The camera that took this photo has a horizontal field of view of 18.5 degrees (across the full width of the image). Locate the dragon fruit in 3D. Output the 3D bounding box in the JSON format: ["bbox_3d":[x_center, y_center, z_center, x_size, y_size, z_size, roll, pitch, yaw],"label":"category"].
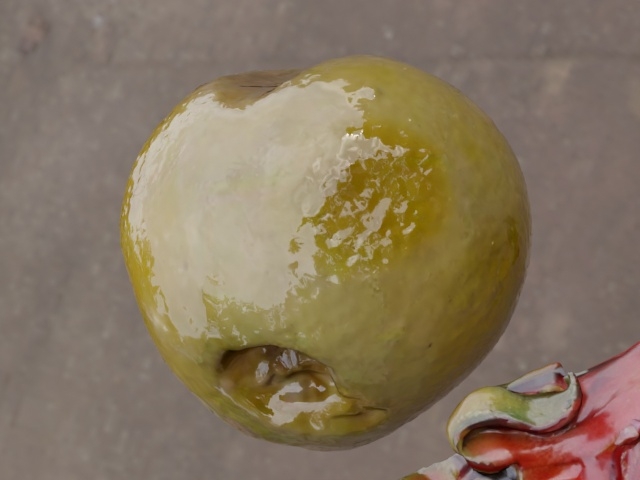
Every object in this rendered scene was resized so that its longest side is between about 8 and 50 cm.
[{"bbox_3d":[0.125,0.094,0.714,0.133,0.207,0.150,83,-176,-51],"label":"dragon fruit"}]

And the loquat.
[{"bbox_3d":[0.002,-0.003,0.996,0.213,0.213,0.213,-39,41,44],"label":"loquat"}]
